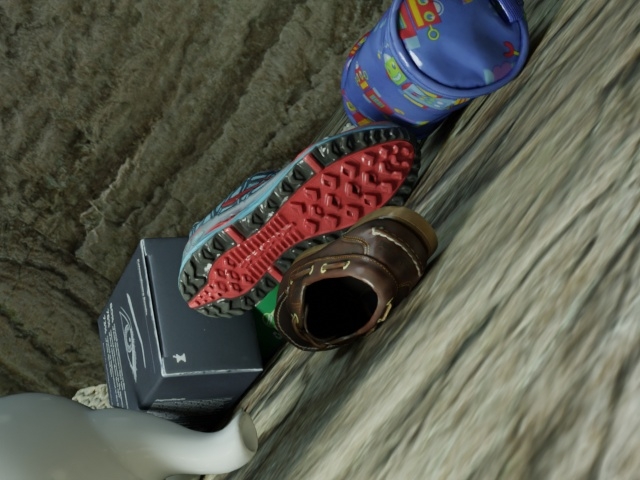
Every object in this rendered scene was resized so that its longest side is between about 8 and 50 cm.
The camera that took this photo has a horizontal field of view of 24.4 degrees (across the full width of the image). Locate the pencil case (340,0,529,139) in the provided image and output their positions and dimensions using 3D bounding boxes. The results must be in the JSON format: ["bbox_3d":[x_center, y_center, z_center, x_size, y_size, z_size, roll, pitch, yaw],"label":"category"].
[{"bbox_3d":[0.100,-0.166,1.349,0.133,0.119,0.306,-34,2,-8],"label":"pencil case"}]

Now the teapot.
[{"bbox_3d":[-0.177,0.240,0.977,0.252,0.187,0.256,-34,-38,-43],"label":"teapot"}]

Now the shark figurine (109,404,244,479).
[{"bbox_3d":[-0.177,0.214,1.499,0.166,0.116,0.278,-55,7,-16],"label":"shark figurine"}]

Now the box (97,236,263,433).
[{"bbox_3d":[-0.151,0.106,1.544,0.207,0.108,0.153,130,134,-56],"label":"box"}]

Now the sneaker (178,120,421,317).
[{"bbox_3d":[-0.029,-0.043,1.392,0.262,0.104,0.125,-32,29,10],"label":"sneaker"}]

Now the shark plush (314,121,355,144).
[{"bbox_3d":[0.055,-0.145,2.023,0.067,0.073,0.161,-11,-40,-51],"label":"shark plush"}]

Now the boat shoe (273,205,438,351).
[{"bbox_3d":[0.010,0.041,1.073,0.073,0.073,0.207,-56,4,-31],"label":"boat shoe"}]

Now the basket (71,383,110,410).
[{"bbox_3d":[-0.247,0.248,1.709,0.103,0.113,0.167,-9,27,24],"label":"basket"}]

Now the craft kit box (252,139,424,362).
[{"bbox_3d":[0.000,0.000,1.569,0.246,0.061,0.250,-55,4,-32],"label":"craft kit box"}]
